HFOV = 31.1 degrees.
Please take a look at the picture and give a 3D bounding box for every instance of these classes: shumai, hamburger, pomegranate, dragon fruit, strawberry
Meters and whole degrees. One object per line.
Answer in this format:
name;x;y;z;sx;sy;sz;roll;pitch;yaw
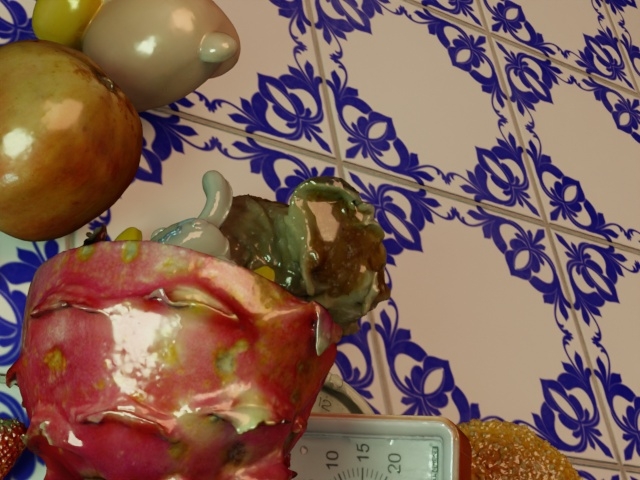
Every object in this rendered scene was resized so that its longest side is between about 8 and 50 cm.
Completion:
shumai;0.000;0.000;1.620;0.314;0.262;0.267;-23;76;-50
hamburger;0.229;0.384;1.549;0.302;0.170;0.302;12;65;-27
pomegranate;-0.360;-0.111;1.421;0.229;0.270;0.252;51;6;11
dragon fruit;-0.169;0.178;1.252;0.371;0.386;0.249;45;46;-39
strawberry;-0.364;0.231;1.275;0.073;0.073;0.083;16;85;-32

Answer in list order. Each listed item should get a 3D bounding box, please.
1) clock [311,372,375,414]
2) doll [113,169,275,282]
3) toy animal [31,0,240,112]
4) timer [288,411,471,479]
clock;-0.011;0.283;1.542;0.236;0.053;0.236;22;46;-25
doll;-0.181;0.039;1.482;0.237;0.252;0.111;47;-12;43
toy animal;-0.206;-0.308;1.654;0.247;0.345;0.277;53;6;22
timer;0.053;0.339;1.386;0.161;0.250;0.257;33;58;-74
